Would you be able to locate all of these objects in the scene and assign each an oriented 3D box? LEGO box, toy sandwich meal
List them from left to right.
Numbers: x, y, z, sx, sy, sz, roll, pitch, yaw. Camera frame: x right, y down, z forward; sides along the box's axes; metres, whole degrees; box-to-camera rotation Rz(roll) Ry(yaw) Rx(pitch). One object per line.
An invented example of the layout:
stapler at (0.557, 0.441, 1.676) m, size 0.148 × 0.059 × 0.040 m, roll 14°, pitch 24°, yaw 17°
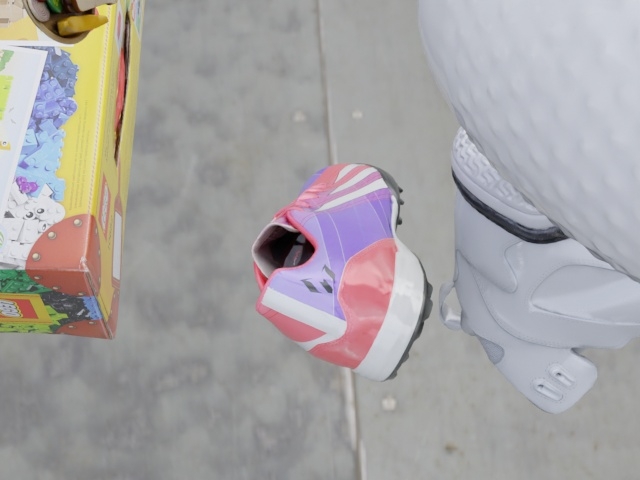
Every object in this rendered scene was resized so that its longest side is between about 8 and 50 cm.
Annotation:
LEGO box at (-0.386, -0.162, 1.467) m, size 0.372 × 0.193 × 0.500 m, roll 1°, pitch 65°, yaw 0°
toy sandwich meal at (-0.177, -0.178, 0.998) m, size 0.029 × 0.085 × 0.085 m, roll -11°, pitch 45°, yaw 31°

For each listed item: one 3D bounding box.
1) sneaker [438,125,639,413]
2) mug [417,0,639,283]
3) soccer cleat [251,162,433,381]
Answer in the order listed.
sneaker at (0.266, 0.037, 1.116) m, size 0.366 × 0.210 × 0.137 m, roll 17°, pitch 36°, yaw 10°
mug at (0.222, -0.141, 0.720) m, size 0.276 × 0.374 × 0.328 m, roll -31°, pitch 44°, yaw -32°
soccer cleat at (0.000, 0.000, 1.091) m, size 0.116 × 0.109 × 0.318 m, roll 22°, pitch 18°, yaw -14°
